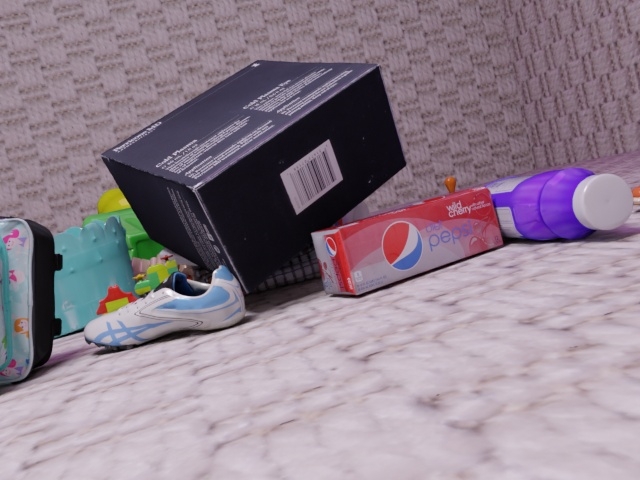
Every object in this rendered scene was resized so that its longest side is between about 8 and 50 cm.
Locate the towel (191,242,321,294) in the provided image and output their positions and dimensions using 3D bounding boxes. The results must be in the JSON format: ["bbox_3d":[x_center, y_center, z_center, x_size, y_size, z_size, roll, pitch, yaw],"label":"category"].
[{"bbox_3d":[-0.120,-0.019,1.114,0.235,0.121,0.284,-14,27,-1],"label":"towel"}]

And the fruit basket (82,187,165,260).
[{"bbox_3d":[-0.511,-0.002,1.706,0.392,0.283,0.392,-3,14,1],"label":"fruit basket"}]

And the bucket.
[{"bbox_3d":[-0.509,0.074,1.194,0.281,0.183,0.281,-17,9,3],"label":"bucket"}]

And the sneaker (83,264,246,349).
[{"bbox_3d":[-0.213,0.090,0.796,0.237,0.086,0.085,-14,5,15],"label":"sneaker"}]

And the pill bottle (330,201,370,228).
[{"bbox_3d":[-0.007,-0.017,1.298,0.221,0.124,0.124,-11,4,28],"label":"pill bottle"}]

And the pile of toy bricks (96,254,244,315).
[{"bbox_3d":[-0.235,0.076,0.919,0.212,0.105,0.118,-15,4,-17],"label":"pile of toy bricks"}]

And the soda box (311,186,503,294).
[{"bbox_3d":[0.125,-0.002,0.825,0.263,0.092,0.083,-16,4,-27],"label":"soda box"}]

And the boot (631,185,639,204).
[{"bbox_3d":[0.520,-0.097,0.865,0.157,0.085,0.059,-16,5,0],"label":"boot"}]

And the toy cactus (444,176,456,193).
[{"bbox_3d":[0.195,-0.034,1.129,0.219,0.112,0.180,-25,-2,-24],"label":"toy cactus"}]

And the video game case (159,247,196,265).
[{"bbox_3d":[-0.129,-0.030,0.999,0.227,0.026,0.206,2,40,34],"label":"video game case"}]

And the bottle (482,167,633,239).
[{"bbox_3d":[0.315,-0.049,0.829,0.118,0.092,0.283,-15,4,-8],"label":"bottle"}]

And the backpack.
[{"bbox_3d":[-0.481,0.077,0.740,0.253,0.225,0.191,0,0,-4],"label":"backpack"}]

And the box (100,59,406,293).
[{"bbox_3d":[-0.103,-0.127,0.931,0.343,0.179,0.312,-39,37,-24],"label":"box"}]

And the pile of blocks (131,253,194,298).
[{"bbox_3d":[-0.284,0.075,1.339,0.362,0.149,0.113,-22,45,11],"label":"pile of blocks"}]
